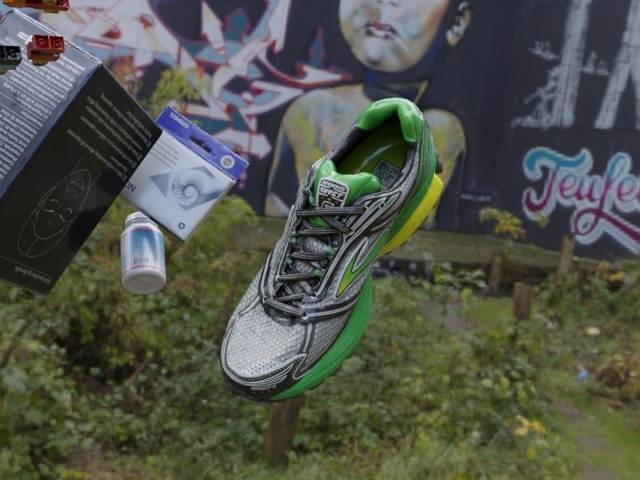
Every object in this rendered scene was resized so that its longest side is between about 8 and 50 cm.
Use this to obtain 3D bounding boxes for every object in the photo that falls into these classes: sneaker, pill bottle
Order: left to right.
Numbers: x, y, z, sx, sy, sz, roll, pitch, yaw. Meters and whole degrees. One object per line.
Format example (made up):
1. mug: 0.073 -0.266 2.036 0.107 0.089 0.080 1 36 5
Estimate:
1. pill bottle: -0.364 0.023 1.539 0.087 0.160 0.087 -8 -35 -5
2. sneaker: 0.000 0.000 0.751 0.134 0.343 0.146 23 -17 25

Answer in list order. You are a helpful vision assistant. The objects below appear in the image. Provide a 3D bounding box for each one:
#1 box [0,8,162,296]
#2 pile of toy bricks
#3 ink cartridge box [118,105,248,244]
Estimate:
1. box: -0.513 -0.138 1.324 0.212 0.395 0.293 31 -8 15
2. pile of toy bricks: -0.377 -0.226 0.784 0.212 0.118 0.105 -6 -7 -36
3. ink cartridge box: -0.297 -0.143 1.546 0.223 0.224 0.045 35 -16 2
